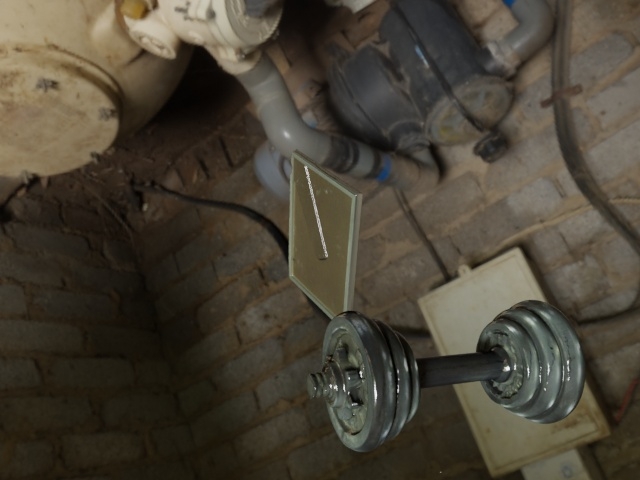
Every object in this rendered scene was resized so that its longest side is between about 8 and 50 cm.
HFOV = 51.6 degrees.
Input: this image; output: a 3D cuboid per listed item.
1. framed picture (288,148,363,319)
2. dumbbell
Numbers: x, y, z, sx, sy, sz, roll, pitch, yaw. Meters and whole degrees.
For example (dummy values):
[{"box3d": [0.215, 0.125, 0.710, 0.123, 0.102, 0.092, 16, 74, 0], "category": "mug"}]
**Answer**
[{"box3d": [0.000, 0.000, 1.236, 0.020, 0.211, 0.290, -18, 127, -29], "category": "framed picture"}, {"box3d": [0.174, 0.174, 0.889, 0.405, 0.179, 0.179, -2, 151, -21], "category": "dumbbell"}]
